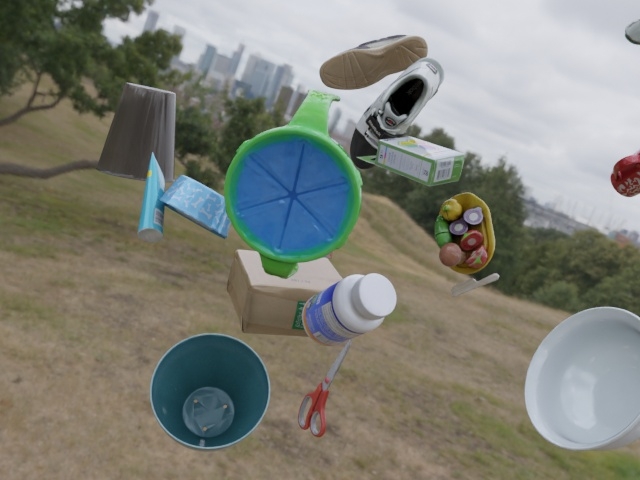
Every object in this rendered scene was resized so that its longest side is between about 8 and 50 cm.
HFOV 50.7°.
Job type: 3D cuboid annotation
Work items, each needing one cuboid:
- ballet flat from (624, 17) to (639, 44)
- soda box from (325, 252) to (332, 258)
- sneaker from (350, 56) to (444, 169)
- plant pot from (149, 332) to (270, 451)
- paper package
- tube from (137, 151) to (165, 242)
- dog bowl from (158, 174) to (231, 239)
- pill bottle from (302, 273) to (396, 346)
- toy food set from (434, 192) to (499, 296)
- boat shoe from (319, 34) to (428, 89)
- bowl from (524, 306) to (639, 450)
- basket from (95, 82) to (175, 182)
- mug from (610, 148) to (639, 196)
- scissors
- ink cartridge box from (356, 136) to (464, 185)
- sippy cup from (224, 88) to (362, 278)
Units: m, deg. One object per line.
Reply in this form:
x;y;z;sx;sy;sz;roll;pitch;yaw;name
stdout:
0.761;-0.488;1.506;0.213;0.068;0.072;-18;66;-30;ballet flat
0.000;0.000;1.615;0.063;0.058;0.183;9;6;-1;soda box
0.163;-0.298;1.650;0.122;0.330;0.146;37;31;2;sneaker
-0.282;0.410;1.724;0.290;0.290;0.195;21;-33;3;plant pot
-0.105;0.166;2.116;0.325;0.168;0.309;6;19;-18;paper package
-0.363;-0.092;1.477;0.052;0.080;0.207;-3;53;-1;tube
-0.266;-0.075;1.506;0.166;0.074;0.297;30;-5;-8;dog bowl
0.076;0.177;1.764;0.152;0.152;0.272;17;-28;-25;pill bottle
0.299;0.000;1.441;0.128;0.218;0.071;-18;-19;36;toy food set
0.134;-0.468;1.759;0.285;0.103;0.092;-19;24;3;boat shoe
0.565;0.293;1.336;0.134;0.298;0.298;32;4;-24;bowl
-0.454;-0.277;1.726;0.204;0.227;0.154;4;14;-35;basket
0.813;-0.191;1.719;0.150;0.113;0.169;24;-22;-4;mug
0.006;0.366;1.730;0.021;0.297;0.109;5;17;-36;scissors
0.193;-0.183;1.470;0.109;0.062;0.209;-14;31;-43;ink cartridge box
-0.034;-0.101;1.221;0.240;0.305;0.224;49;16;-7;sippy cup
